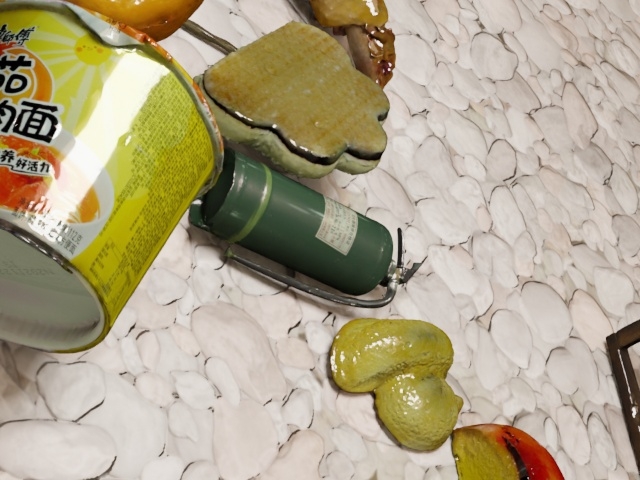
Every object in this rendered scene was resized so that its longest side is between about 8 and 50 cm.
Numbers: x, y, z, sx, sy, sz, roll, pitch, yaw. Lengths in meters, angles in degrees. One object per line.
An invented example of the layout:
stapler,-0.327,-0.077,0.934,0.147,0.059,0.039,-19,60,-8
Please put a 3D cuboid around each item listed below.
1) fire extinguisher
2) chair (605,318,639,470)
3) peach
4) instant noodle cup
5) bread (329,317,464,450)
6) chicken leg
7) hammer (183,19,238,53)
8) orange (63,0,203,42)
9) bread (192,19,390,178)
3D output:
fire extinguisher,0.000,0.000,1.315,0.294,0.093,0.118,26,64,-30
chair,0.553,0.298,1.560,0.240,0.203,0.416,12,58,-33
peach,0.210,0.274,1.331,0.092,0.127,0.172,11,31,-29
instant noodle cup,-0.235,-0.041,1.017,0.264,0.264,0.200,36,55,-21
bread,0.095,0.151,1.326,0.187,0.065,0.149,16,59,-38
chicken leg,-0.030,-0.358,1.498,0.295,0.182,0.409,-27,100,-39
hammer,-0.123,-0.231,1.400,0.292,0.029,0.058,26,47,-27
orange,-0.221,-0.311,1.236,0.249,0.183,0.249,-3,95,-35
bread,-0.017,-0.147,1.345,0.207,0.056,0.286,43,36,7
